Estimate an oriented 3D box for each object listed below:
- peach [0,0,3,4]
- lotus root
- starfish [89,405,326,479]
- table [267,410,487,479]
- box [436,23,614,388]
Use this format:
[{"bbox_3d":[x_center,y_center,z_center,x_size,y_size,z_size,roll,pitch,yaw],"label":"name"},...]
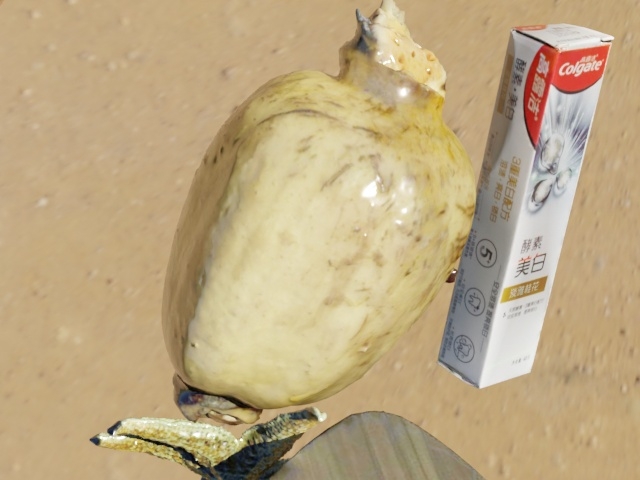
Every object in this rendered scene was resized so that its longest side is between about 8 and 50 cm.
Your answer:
[{"bbox_3d":[-0.187,-0.175,0.392,0.308,0.308,0.332,-1,91,12],"label":"peach"},{"bbox_3d":[0.000,0.000,0.978,0.154,0.140,0.257,13,117,-31],"label":"lotus root"},{"bbox_3d":[-0.056,0.153,1.280,0.217,0.223,0.050,-44,48,52],"label":"starfish"},{"bbox_3d":[0.021,0.330,1.259,0.317,0.249,0.317,0,67,0],"label":"table"},{"bbox_3d":[0.118,-0.020,1.044,0.039,0.055,0.218,30,120,38],"label":"box"}]
